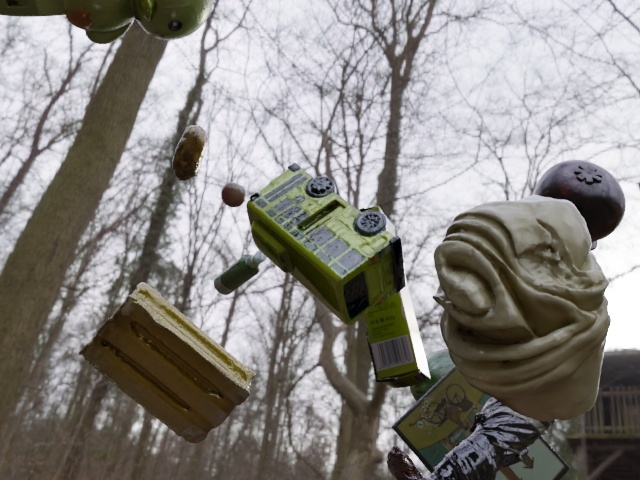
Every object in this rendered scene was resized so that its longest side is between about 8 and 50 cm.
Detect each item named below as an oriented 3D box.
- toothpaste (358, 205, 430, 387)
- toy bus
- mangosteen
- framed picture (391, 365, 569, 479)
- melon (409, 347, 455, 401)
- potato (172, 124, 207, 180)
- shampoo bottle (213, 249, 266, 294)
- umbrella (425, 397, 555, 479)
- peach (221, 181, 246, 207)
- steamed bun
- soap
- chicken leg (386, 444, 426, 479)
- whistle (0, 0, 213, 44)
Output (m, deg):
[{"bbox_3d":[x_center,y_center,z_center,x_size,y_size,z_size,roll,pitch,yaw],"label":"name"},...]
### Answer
[{"bbox_3d":[0.119,0.103,1.190,0.077,0.327,0.110,-18,-25,16],"label":"toothpaste"},{"bbox_3d":[0.000,0.000,1.036,0.262,0.150,0.128,39,-25,37],"label":"toy bus"},{"bbox_3d":[0.519,-0.065,1.331,0.200,0.199,0.200,5,-31,3],"label":"mangosteen"},{"bbox_3d":[0.346,0.445,1.402,0.324,0.244,0.013,48,-20,11],"label":"framed picture"},{"bbox_3d":[0.397,0.410,1.950,0.288,0.182,0.182,-11,-21,-30],"label":"melon"},{"bbox_3d":[-0.188,-0.126,0.936,0.040,0.083,0.051,16,-2,-3],"label":"potato"},{"bbox_3d":[-0.203,0.079,1.677,0.065,0.065,0.204,23,-35,-25],"label":"shampoo bottle"},{"bbox_3d":[0.285,0.364,1.134,0.113,0.358,0.106,44,-31,23],"label":"umbrella"},{"bbox_3d":[-0.270,-0.142,2.023,0.083,0.083,0.083,5,-31,3],"label":"peach"},{"bbox_3d":[0.255,0.088,0.907,0.203,0.289,0.276,-3,8,-5],"label":"steamed bun"},{"bbox_3d":[-0.309,0.254,1.338,0.315,0.091,0.199,40,-68,-8],"label":"soap"},{"bbox_3d":[0.181,0.488,1.383,0.089,0.048,0.219,19,-36,52],"label":"chicken leg"},{"bbox_3d":[-0.255,-0.301,0.794,0.294,0.141,0.141,-18,-24,-21],"label":"whistle"}]
